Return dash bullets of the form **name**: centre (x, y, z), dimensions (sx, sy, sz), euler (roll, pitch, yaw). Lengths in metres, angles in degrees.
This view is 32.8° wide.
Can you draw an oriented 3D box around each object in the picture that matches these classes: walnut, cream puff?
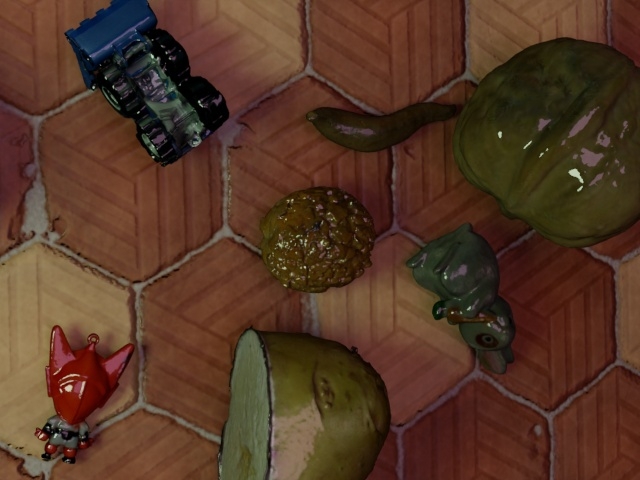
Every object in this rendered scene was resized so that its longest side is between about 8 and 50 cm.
- **walnut**: centre (0.346, -0.142, 1.525), dimensions (0.277, 0.253, 0.282), euler (-47, 105, -15)
- **cream puff**: centre (0.000, 0.000, 1.472), dimensions (0.165, 0.115, 0.150), euler (-46, 102, -15)

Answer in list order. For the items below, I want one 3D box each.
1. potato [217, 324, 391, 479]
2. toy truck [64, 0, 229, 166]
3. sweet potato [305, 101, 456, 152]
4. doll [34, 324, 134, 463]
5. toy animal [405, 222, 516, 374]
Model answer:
- **potato**: centre (-0.016, 0.271, 1.402), dimensions (0.196, 0.246, 0.299), euler (8, 93, -16)
- **toy truck**: centre (-0.222, -0.203, 1.387), dimensions (0.113, 0.126, 0.208), euler (-38, 98, -15)
- **sweet potato**: centre (0.089, -0.160, 1.538), dimensions (0.250, 0.059, 0.069), euler (-7, 80, -24)
- **doll**: centre (-0.312, 0.200, 1.389), dimensions (0.109, 0.057, 0.169), euler (17, 83, -21)
- **toy animal**: centre (0.233, 0.093, 1.561), dimensions (0.138, 0.108, 0.236), euler (-47, 105, -15)
